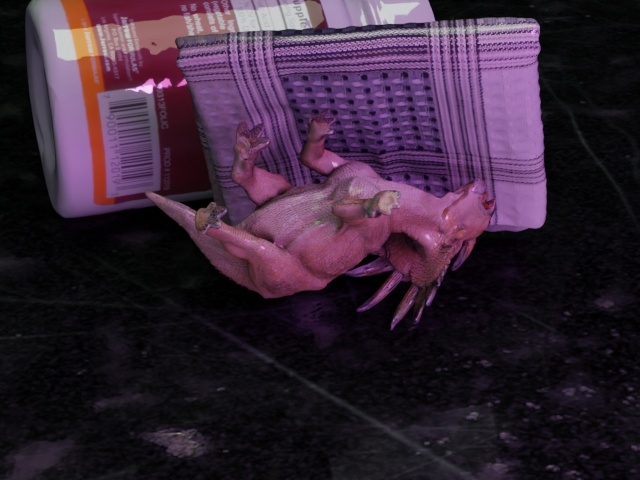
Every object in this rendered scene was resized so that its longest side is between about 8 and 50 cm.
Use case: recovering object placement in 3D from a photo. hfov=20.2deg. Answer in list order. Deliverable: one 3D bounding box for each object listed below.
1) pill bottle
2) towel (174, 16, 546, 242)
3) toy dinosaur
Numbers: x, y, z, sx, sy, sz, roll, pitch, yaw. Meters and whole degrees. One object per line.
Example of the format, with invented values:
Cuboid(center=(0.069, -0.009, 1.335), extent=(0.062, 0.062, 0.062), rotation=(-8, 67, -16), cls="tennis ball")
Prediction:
Cuboid(center=(-0.088, -0.158, 1.811), extent=(0.392, 0.224, 0.224), rotation=(-9, 27, -14), cls="pill bottle")
Cuboid(center=(0.044, -0.081, 1.595), extent=(0.312, 0.324, 0.056), rotation=(-2, 60, 6), cls="towel")
Cuboid(center=(0.000, 0.000, 1.560), extent=(0.295, 0.200, 0.127), rotation=(-9, 51, 12), cls="toy dinosaur")
